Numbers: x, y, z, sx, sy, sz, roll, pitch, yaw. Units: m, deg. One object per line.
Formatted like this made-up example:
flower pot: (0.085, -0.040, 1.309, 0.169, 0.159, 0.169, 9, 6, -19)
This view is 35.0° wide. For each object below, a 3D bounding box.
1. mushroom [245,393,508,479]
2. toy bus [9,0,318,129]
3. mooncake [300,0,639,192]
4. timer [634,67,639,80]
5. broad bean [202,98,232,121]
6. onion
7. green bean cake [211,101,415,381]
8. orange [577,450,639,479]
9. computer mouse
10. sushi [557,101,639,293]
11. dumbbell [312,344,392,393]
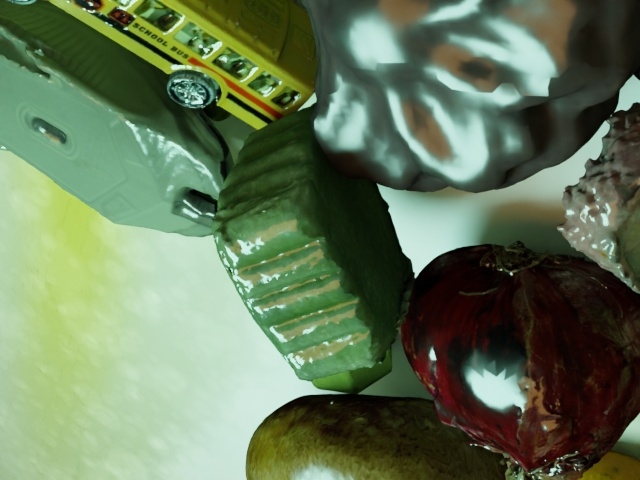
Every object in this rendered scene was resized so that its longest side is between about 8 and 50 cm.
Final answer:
mushroom: (0.068, 0.286, 1.263, 0.345, 0.345, 0.239, 14, 105, 26)
toy bus: (-0.151, -0.236, 0.990, 0.335, 0.121, 0.123, 30, 144, -32)
mooncake: (0.101, -0.219, 0.847, 0.351, 0.212, 0.381, -13, 115, 43)
timer: (0.362, -0.166, 0.833, 0.187, 0.055, 0.144, 28, 138, 19)
broad bean: (-0.135, -0.233, 1.128, 0.070, 0.048, 0.213, -11, 115, 16)
onion: (0.207, 0.112, 1.057, 0.281, 0.221, 0.281, 12, 114, 30)
green bean cake: (0.000, 0.000, 1.007, 0.125, 0.227, 0.222, -20, 117, 25)
orange: (0.330, 0.362, 1.210, 0.240, 0.171, 0.240, 19, 132, 23)
computer mouse: (-0.275, -0.162, 1.219, 0.429, 0.145, 0.228, 32, 141, 4)
sushi: (0.317, -0.034, 0.925, 0.107, 0.241, 0.161, 42, 105, 45)
dumbbell: (0.000, 0.046, 1.225, 0.121, 0.108, 0.302, 0, 125, 35)
